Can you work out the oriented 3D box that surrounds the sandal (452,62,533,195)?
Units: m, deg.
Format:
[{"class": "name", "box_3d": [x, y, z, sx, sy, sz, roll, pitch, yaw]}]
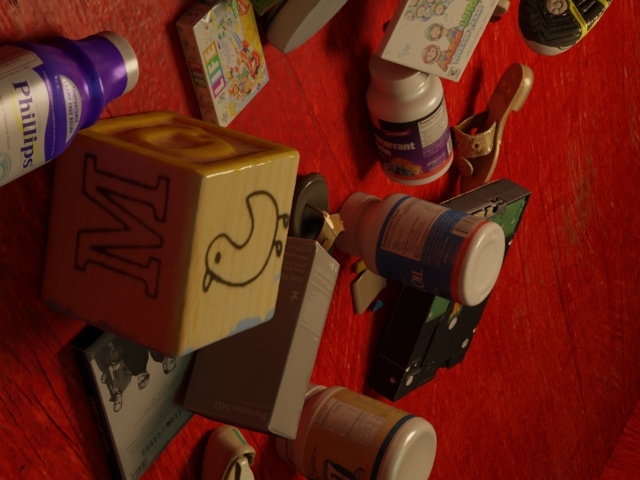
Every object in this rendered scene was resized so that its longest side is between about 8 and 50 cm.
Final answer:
[{"class": "sandal", "box_3d": [0.248, -0.179, 2.270, 0.079, 0.088, 0.240, 15, 110, -28]}]

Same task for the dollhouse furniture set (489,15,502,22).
[{"class": "dollhouse furniture set", "box_3d": [0.245, -0.362, 2.154, 0.151, 0.058, 0.076, -38, 137, -46]}]

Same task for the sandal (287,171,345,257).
[{"class": "sandal", "box_3d": [0.000, 0.000, 1.938, 0.090, 0.060, 0.219, -44, 142, -40]}]

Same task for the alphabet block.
[{"class": "alphabet block", "box_3d": [-0.159, -0.015, 1.508, 0.192, 0.193, 0.197, -21, 124, -57]}]

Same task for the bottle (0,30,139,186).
[{"class": "bottle", "box_3d": [-0.283, -0.123, 1.326, 0.283, 0.092, 0.118, -35, 134, -48]}]

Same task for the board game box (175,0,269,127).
[{"class": "board game box", "box_3d": [-0.111, -0.216, 1.645, 0.103, 0.026, 0.154, -51, 146, -32]}]

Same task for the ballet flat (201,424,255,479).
[{"class": "ballet flat", "box_3d": [-0.129, 0.369, 1.912, 0.086, 0.086, 0.248, -22, 126, -55]}]

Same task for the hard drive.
[{"class": "hard drive", "box_3d": [0.205, 0.076, 2.278, 0.237, 0.064, 0.339, -23, 139, -52]}]

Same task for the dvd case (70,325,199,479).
[{"class": "dvd case", "box_3d": [-0.207, 0.157, 1.700, 0.179, 0.029, 0.239, -47, 144, -38]}]

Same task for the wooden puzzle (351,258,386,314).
[{"class": "wooden puzzle", "box_3d": [0.072, 0.066, 2.158, 0.078, 0.014, 0.116, -39, 138, -39]}]

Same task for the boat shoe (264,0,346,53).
[{"class": "boat shoe", "box_3d": [0.007, -0.392, 1.644, 0.136, 0.156, 0.367, -37, 166, -53]}]

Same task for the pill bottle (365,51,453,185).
[{"class": "pill bottle", "box_3d": [0.122, -0.178, 1.995, 0.108, 0.108, 0.193, -53, 147, -30]}]

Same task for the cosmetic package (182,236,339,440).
[{"class": "cosmetic package", "box_3d": [-0.072, 0.118, 1.777, 0.107, 0.127, 0.238, 47, 55, -64]}]

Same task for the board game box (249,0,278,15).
[{"class": "board game box", "box_3d": [-0.021, -0.338, 1.558, 0.181, 0.092, 0.043, -36, -172, 16]}]

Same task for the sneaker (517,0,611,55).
[{"class": "sneaker", "box_3d": [0.387, -0.414, 2.219, 0.147, 0.145, 0.385, 104, 7, -54]}]

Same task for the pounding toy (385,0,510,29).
[{"class": "pounding toy", "box_3d": [0.174, -0.344, 1.939, 0.269, 0.154, 0.155, 31, 79, -61]}]

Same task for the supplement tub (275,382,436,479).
[{"class": "supplement tub", "box_3d": [0.050, 0.295, 2.060, 0.144, 0.199, 0.144, -37, 136, -46]}]

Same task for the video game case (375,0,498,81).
[{"class": "video game case", "box_3d": [0.160, -0.294, 1.867, 0.143, 0.019, 0.157, 11, 113, -38]}]

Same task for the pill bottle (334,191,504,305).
[{"class": "pill bottle", "box_3d": [0.136, 0.004, 2.010, 0.124, 0.221, 0.124, -37, 136, -46]}]
